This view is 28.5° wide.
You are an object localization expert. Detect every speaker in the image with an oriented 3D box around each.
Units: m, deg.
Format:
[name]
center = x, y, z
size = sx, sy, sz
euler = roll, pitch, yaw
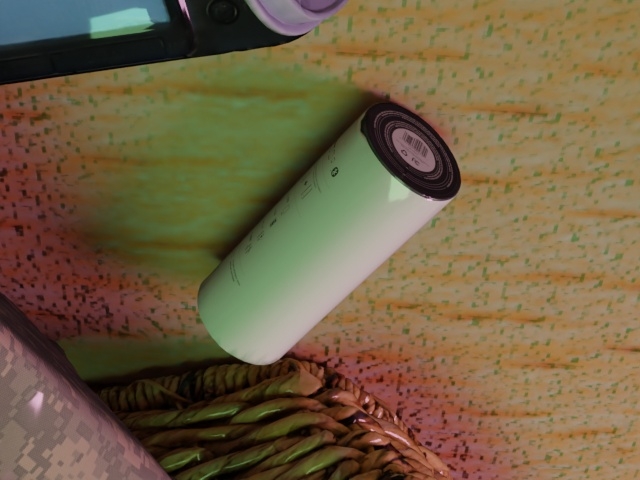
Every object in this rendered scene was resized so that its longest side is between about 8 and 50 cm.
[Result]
[speaker]
center = 0.000, 0.000, 0.575
size = 0.055, 0.055, 0.136
euler = 28, 128, -23

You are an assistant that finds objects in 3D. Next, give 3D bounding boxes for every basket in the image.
[basket]
center = -0.016, 0.196, 0.738
size = 0.213, 0.223, 0.299
euler = -35, 131, -11

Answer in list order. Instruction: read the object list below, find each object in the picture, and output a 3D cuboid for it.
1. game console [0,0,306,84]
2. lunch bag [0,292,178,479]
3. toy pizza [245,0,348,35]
[game console]
center = -0.160, -0.110, 0.396
size = 0.293, 0.173, 0.250
euler = -7, 133, 9
[lunch bag]
center = -0.238, 0.123, 0.517
size = 0.287, 0.169, 0.235
euler = -42, 142, -9
[toy pizza]
center = -0.005, -0.156, 0.332
size = 0.032, 0.201, 0.201
euler = 9, 135, 14
